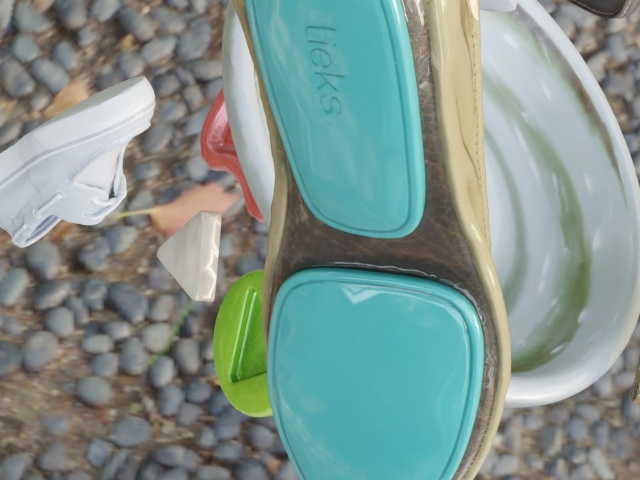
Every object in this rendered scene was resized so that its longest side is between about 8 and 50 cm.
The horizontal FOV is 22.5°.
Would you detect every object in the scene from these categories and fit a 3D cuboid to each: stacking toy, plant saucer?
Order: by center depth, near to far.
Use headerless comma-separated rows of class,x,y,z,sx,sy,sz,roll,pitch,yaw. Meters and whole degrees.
plant saucer,0.073,-0.055,1.194,0.400,0.100,0.400,20,54,-31
stacking toy,0.000,0.000,1.461,0.130,0.309,0.279,6,129,-39

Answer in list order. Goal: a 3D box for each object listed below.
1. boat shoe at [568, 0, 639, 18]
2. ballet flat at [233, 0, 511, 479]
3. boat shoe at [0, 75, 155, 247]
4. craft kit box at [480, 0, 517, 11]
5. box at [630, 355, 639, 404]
boat shoe,0.207,-0.350,1.806,0.355,0.132,0.130,39,54,22
ballet flat,0.024,-0.011,0.469,0.080,0.232,0.073,13,43,18
boat shoe,-0.140,-0.038,0.906,0.066,0.184,0.063,-37,99,-43
craft kit box,0.043,-0.237,0.559,0.061,0.246,0.249,11,84,20
box,0.341,0.070,1.177,0.201,0.021,0.164,16,66,2
